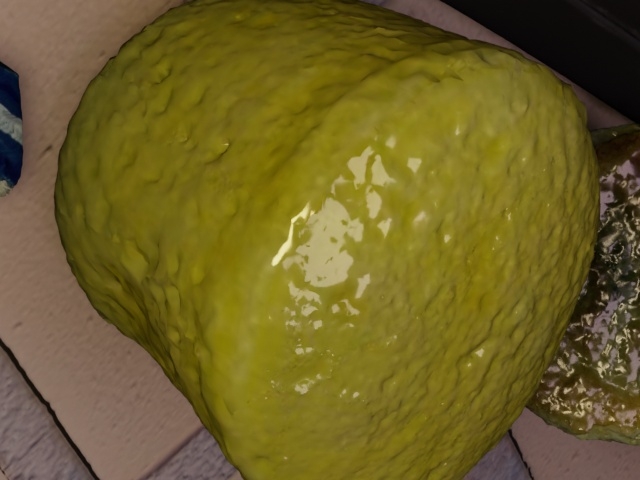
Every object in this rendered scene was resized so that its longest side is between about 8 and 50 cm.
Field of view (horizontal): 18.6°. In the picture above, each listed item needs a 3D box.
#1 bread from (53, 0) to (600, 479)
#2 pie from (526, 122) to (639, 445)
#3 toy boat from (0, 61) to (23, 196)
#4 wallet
[{"bbox_3d":[0.000,0.000,1.365,0.348,0.307,0.348,-22,124,-36],"label":"bread"},{"bbox_3d":[0.250,0.042,1.642,0.277,0.277,0.078,-60,175,2],"label":"pie"},{"bbox_3d":[-0.299,-0.024,1.288,0.210,0.070,0.292,-1,115,-33],"label":"toy boat"},{"bbox_3d":[0.261,-0.191,1.558,0.406,0.228,0.062,26,51,-41],"label":"wallet"}]
